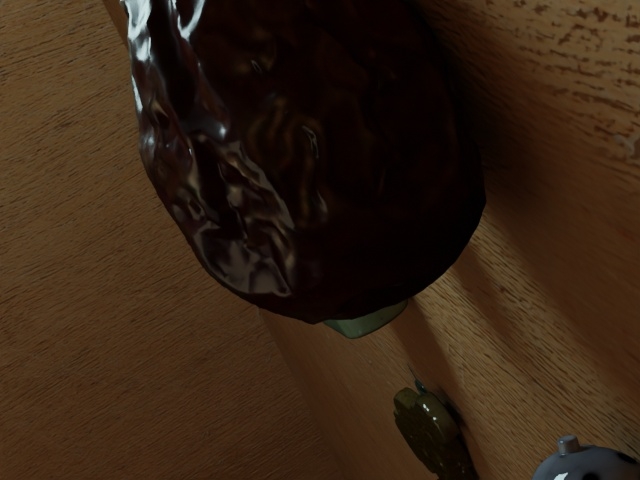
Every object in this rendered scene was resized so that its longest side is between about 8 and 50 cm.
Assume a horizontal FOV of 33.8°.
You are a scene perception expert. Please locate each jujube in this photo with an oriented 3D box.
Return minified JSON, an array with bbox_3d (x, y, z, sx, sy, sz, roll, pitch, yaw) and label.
[{"bbox_3d":[-0.026,-0.114,0.873,0.276,0.276,0.377,88,163,-71],"label":"jujube"}]

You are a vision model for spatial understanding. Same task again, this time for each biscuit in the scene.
[{"bbox_3d":[0.178,0.303,1.638,0.183,0.047,0.320,50,168,24],"label":"biscuit"}]

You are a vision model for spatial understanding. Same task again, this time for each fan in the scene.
[{"bbox_3d":[0.159,0.237,1.671,0.080,0.003,0.060,56,169,23],"label":"fan"}]

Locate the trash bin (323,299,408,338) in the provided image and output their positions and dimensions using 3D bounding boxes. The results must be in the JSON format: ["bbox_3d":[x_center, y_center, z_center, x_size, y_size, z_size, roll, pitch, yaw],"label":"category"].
[{"bbox_3d":[0.000,0.000,1.459,0.247,0.121,0.243,60,170,-11],"label":"trash bin"}]

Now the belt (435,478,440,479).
[{"bbox_3d":[0.259,0.487,1.628,0.126,0.094,0.359,65,169,-23],"label":"belt"}]

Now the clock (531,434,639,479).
[{"bbox_3d":[0.258,0.291,0.907,0.189,0.189,0.254,-166,62,-77],"label":"clock"}]
